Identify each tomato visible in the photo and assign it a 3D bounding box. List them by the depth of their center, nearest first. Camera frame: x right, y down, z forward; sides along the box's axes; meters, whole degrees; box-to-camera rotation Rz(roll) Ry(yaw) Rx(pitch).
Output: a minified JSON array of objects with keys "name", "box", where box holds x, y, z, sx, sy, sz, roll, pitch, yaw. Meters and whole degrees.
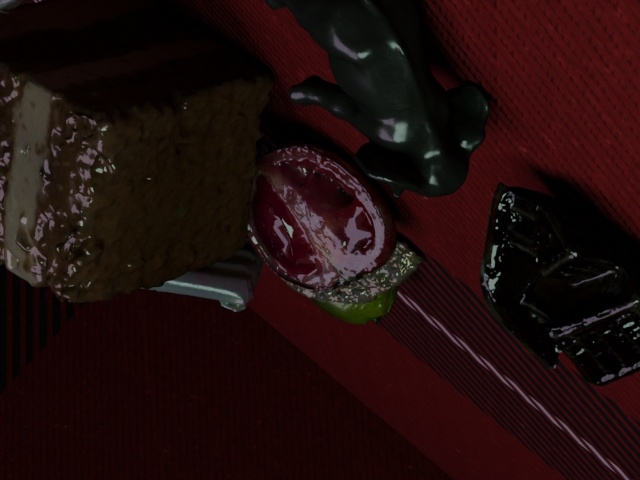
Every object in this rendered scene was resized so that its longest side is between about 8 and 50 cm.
[{"name":"tomato","box":[0.006,-0.039,1.793,0.189,0.099,0.173,-23,100,39]}]

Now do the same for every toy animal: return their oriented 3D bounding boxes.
[{"name":"toy animal","box":[0.041,-0.115,1.252,0.146,0.114,0.245,33,167,46]}]

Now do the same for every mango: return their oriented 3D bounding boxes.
[{"name":"mango","box":[0.024,0.022,1.971,0.178,0.100,0.119,48,130,4]}]

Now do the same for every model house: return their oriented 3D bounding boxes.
[{"name":"model house","box":[0.208,0.040,1.293,0.165,0.106,0.152,43,173,-32]}]

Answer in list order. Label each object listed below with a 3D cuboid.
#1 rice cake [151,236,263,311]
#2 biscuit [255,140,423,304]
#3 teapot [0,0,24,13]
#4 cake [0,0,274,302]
[{"name":"rice cake","box":[-0.162,0.011,1.833,0.198,0.037,0.189,12,-149,0]},{"name":"biscuit","box":[-0.004,0.001,1.907,0.250,0.133,0.032,37,-162,22]},{"name":"teapot","box":[-0.321,-0.345,1.317,0.315,0.233,0.312,31,-135,-61]},{"name":"cake","box":[-0.237,-0.111,1.724,0.290,0.282,0.255,38,129,32]}]
